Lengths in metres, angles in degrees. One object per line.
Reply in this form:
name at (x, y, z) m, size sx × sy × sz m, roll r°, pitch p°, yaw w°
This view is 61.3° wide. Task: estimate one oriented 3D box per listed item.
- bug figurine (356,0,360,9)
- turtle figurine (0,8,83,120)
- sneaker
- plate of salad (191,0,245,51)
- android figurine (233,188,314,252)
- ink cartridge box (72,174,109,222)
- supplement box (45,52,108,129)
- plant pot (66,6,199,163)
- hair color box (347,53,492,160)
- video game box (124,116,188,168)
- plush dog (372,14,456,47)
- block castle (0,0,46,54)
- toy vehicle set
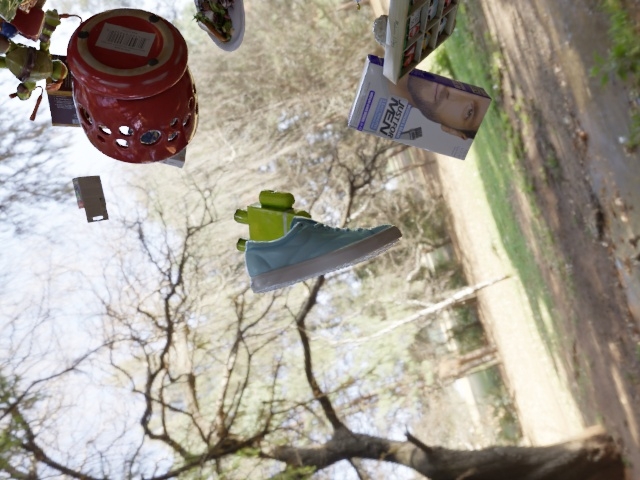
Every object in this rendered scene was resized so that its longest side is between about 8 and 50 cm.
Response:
bug figurine at (0.152, -0.690, 1.315) m, size 0.072 × 0.279 × 0.216 m, roll 16°, pitch 124°, yaw 56°
turtle figurine at (-0.595, -0.346, 1.059) m, size 0.217 × 0.269 × 0.087 m, roll 7°, pitch -135°, yaw -48°
sneaker at (0.000, 0.000, 1.227) m, size 0.135 × 0.366 × 0.150 m, roll 109°, pitch 144°, yaw -81°
plate of salad at (-0.211, -0.467, 1.053) m, size 0.200 × 0.048 × 0.199 m, roll 39°, pitch 144°, yaw 36°
android figurine at (-0.103, -0.006, 1.388) m, size 0.056 × 0.273 × 0.248 m, roll -31°, pitch -56°, yaw -53°
ink cartridge box at (-0.566, -0.101, 1.334) m, size 0.063 × 0.029 × 0.115 m, roll -16°, pitch -83°, yaw -51°
supplement box at (-0.724, -0.448, 1.649) m, size 0.194 × 0.191 × 0.129 m, roll 134°, pitch 131°, yaw -61°
plant pot at (-0.289, -0.240, 0.836) m, size 0.174 × 0.191 × 0.191 m, roll 109°, pitch 150°, yaw -64°
hair color box at (0.261, -0.357, 1.460) m, size 0.110 × 0.339 × 0.185 m, roll -89°, pitch 14°, yaw -59°
video game box at (-0.520, -0.346, 1.732) m, size 0.187 × 0.048 × 0.205 m, roll 12°, pitch -117°, yaw -26°
plush dog at (0.287, -0.694, 1.555) m, size 0.210 × 0.263 × 0.225 m, roll -130°, pitch 30°, yaw -75°
block castle at (-0.554, -0.432, 0.725) m, size 0.303 × 0.212 × 0.453 m, roll 27°, pitch 179°, yaw -13°
toy vehicle set at (0.187, -0.415, 0.959) m, size 0.035 × 0.166 × 0.267 m, roll 43°, pitch 169°, yaw 16°
